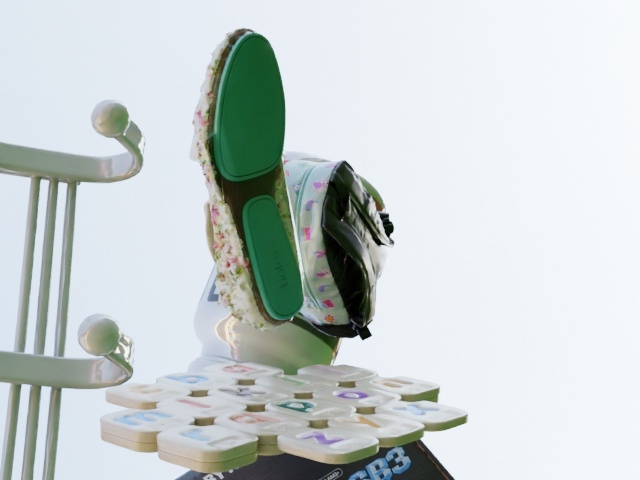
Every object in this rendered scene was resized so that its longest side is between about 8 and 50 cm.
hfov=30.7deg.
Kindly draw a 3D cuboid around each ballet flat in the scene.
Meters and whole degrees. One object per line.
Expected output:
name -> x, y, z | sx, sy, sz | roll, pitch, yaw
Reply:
ballet flat -> -0.068, -0.044, 0.924 | 0.091, 0.077, 0.241 | -12, -80, -44

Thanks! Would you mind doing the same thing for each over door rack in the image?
over door rack -> -0.238, 0.036, 0.467 | 0.324, 0.240, 0.108 | 3, -28, -9

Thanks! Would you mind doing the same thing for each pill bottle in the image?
pill bottle -> -0.055, 0.075, 1.641 | 0.210, 0.210, 0.363 | 42, -119, -46

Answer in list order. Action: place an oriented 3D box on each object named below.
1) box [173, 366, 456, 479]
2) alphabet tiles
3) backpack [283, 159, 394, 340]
box -> 0.009, 0.319, 1.224 | 0.295, 0.293, 0.073 | -28, -30, -23
alphabet tiles -> -0.033, 0.141, 0.966 | 0.284, 0.278, 0.021 | -7, -80, -48
backpack -> 0.000, 0.000, 1.187 | 0.182, 0.115, 0.152 | 63, -150, -50
